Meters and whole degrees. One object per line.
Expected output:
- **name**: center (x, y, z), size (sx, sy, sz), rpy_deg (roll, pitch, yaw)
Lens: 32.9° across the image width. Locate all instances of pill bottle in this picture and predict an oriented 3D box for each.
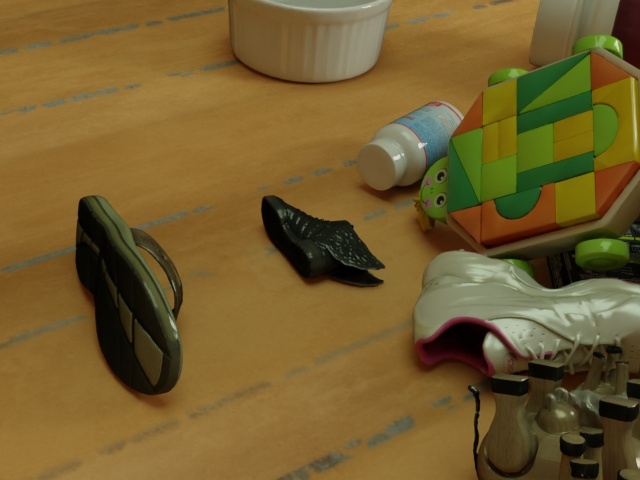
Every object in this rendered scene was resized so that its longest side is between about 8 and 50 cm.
- **pill bottle**: center (0.542, -0.328, 1.698), size (0.392, 0.224, 0.224), rpy_deg (15, 35, 14)
- **pill bottle**: center (0.123, -0.125, 1.459), size (0.087, 0.087, 0.160), rpy_deg (28, 39, 30)

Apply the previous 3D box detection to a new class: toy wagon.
- **toy wagon**: center (0.231, -0.080, 1.248), size (0.068, 0.344, 0.267), rpy_deg (24, 61, -41)

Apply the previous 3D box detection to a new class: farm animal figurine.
- **farm animal figurine**: center (0.247, 0.214, 0.892), size (0.330, 0.172, 0.327), rpy_deg (-4, 11, -35)

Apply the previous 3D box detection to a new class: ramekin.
- **ramekin**: center (-0.021, -0.365, 1.754), size (0.277, 0.135, 0.277), rpy_deg (4, 33, -3)

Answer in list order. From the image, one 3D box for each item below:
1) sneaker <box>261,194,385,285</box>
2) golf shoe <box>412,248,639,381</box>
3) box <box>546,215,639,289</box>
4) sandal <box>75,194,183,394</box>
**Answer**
- **sneaker**: center (0.000, -0.002, 1.296), size (0.089, 0.051, 0.170), rpy_deg (-13, 42, -25)
- **golf shoe**: center (0.241, 0.105, 1.130), size (0.306, 0.115, 0.140), rpy_deg (10, 42, 20)
- **box**: center (0.411, 0.036, 1.284), size (0.270, 0.060, 0.216), rpy_deg (5, 34, 0)
- **sandal**: center (-0.193, 0.041, 1.150), size (0.086, 0.120, 0.303), rpy_deg (4, 31, -28)
